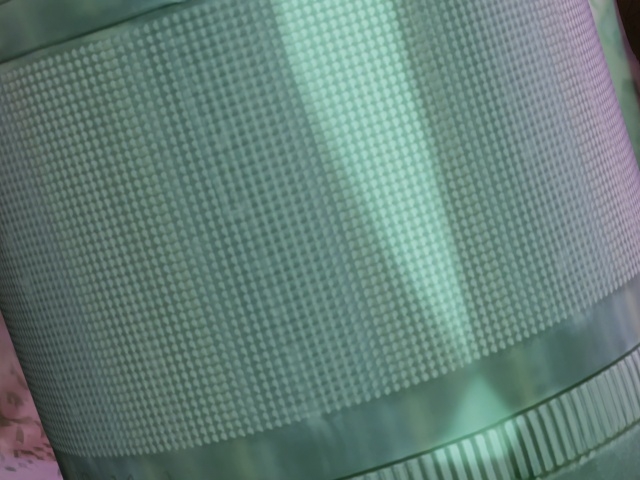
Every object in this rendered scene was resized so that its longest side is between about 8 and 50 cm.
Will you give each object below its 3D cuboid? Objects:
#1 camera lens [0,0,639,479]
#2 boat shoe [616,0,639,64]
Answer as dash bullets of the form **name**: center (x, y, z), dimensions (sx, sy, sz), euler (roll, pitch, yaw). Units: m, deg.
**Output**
- **camera lens**: center (0.000, 0.000, 0.549), dimensions (0.219, 0.219, 0.274), euler (-23, 99, -31)
- **boat shoe**: center (0.215, -0.097, 0.927), dimensions (0.049, 0.056, 0.152), euler (-12, 90, -26)
